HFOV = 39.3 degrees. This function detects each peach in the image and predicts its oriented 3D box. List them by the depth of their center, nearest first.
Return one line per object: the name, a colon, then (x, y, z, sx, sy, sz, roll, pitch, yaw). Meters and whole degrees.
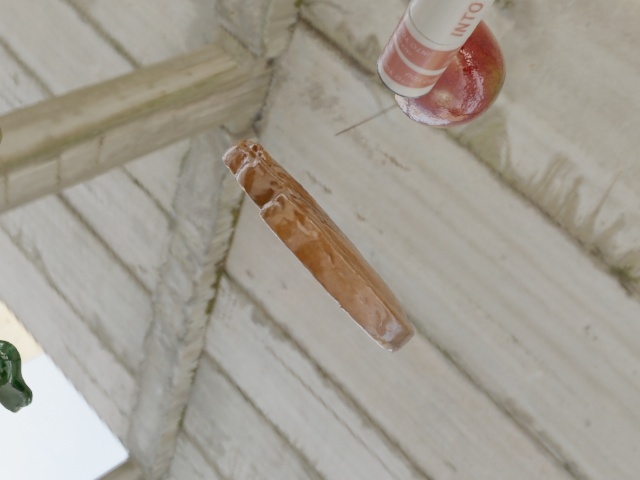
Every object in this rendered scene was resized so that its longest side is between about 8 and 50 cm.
peach: (0.158, -0.204, 1.075, 0.118, 0.151, 0.151, -110, -177, -74)

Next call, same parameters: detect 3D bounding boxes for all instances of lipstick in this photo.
lipstick: (0.069, -0.127, 0.485, 0.038, 0.038, 0.131, 53, -27, 10)

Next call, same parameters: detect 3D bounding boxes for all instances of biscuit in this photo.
biscuit: (0.000, 0.000, 0.384, 0.102, 0.019, 0.130, 48, 2, -24)

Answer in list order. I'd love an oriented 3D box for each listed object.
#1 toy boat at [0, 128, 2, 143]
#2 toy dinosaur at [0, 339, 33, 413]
toy boat: (-0.237, -0.220, 0.397, 0.136, 0.162, 0.445, -28, -109, 23)
toy dinosaur: (-0.374, 0.112, 0.332, 0.301, 0.447, 0.087, -65, -156, 5)
